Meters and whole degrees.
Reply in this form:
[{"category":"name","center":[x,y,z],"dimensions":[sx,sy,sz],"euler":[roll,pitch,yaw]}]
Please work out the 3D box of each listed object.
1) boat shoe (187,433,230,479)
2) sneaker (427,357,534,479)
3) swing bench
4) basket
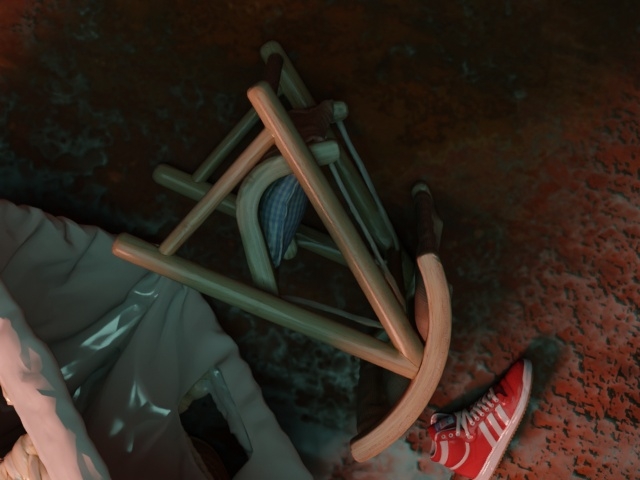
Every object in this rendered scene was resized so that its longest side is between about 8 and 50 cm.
[{"category":"boat shoe","center":[-0.094,0.332,1.492],"dimensions":[0.122,0.110,0.341],"euler":[-7,90,-25]},{"category":"sneaker","center":[0.133,0.146,1.514],"dimensions":[0.067,0.042,0.118],"euler":[20,105,-7]},{"category":"swing bench","center":[0.000,0.000,1.372],"dimensions":[0.255,0.253,0.165],"euler":[41,101,-9]},{"category":"basket","center":[-0.204,0.179,1.336],"dimensions":[0.266,0.331,0.328],"euler":[-42,62,16]}]
